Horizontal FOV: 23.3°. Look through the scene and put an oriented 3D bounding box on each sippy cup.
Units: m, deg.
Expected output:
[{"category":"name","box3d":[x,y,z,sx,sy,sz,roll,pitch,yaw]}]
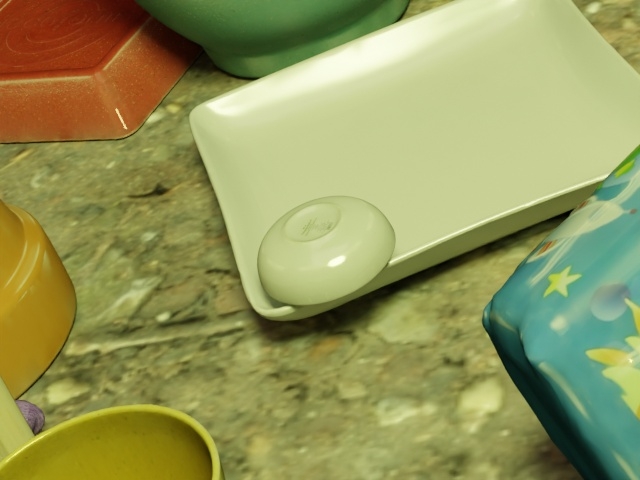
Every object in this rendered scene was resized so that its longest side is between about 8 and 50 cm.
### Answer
[{"category":"sippy cup","box3d":[0.201,0.030,0.653,0.224,0.305,0.240,-37,62,-2]}]

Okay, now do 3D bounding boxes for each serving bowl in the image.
[{"category":"serving bowl","box3d":[0.000,0.000,0.893,0.083,0.027,0.083,-15,36,11]}]

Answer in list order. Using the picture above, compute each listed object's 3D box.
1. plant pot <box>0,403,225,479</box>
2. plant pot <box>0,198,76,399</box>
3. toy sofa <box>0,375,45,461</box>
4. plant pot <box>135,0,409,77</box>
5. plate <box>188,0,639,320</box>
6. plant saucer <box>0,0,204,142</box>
[{"category":"plant pot","box3d":[-0.095,0.157,0.734,0.134,0.095,0.134,-15,34,10]},{"category":"plant pot","box3d":[-0.285,0.003,0.978,0.205,0.188,0.205,-15,34,10]},{"category":"toy sofa","box3d":[-0.334,0.146,0.835,0.362,0.150,0.177,-17,34,7]},{"category":"plant pot","box3d":[-0.038,-0.250,1.198,0.293,0.196,0.293,-15,33,10]},{"category":"plate","box3d":[0.066,-0.062,1.007,0.278,0.045,0.277,-22,34,-1]},{"category":"plant saucer","box3d":[-0.213,-0.175,1.327,0.258,0.048,0.259,1,38,30]}]
